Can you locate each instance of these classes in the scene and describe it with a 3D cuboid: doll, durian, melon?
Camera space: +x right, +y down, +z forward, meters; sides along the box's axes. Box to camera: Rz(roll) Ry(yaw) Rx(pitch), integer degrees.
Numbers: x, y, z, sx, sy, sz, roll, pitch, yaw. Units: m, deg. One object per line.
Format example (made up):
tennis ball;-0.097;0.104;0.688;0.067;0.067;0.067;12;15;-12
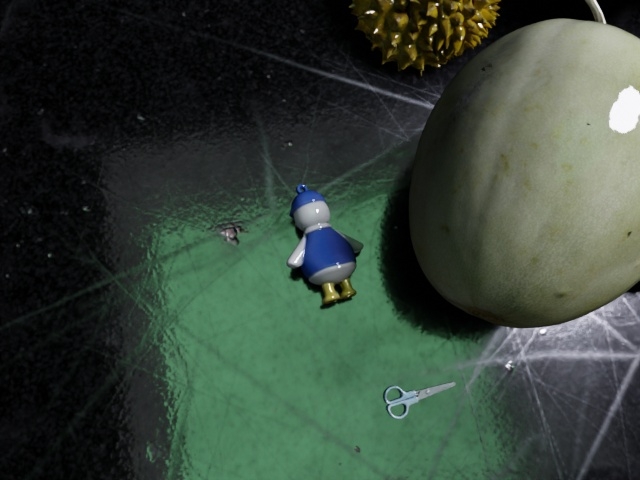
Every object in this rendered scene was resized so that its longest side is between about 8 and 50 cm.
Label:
doll;0.000;0.000;0.598;0.098;0.057;0.143;-14;76;-27
durian;0.132;-0.330;0.625;0.183;0.138;0.250;1;99;-13
melon;0.219;-0.066;0.523;0.308;0.272;0.272;-45;81;11

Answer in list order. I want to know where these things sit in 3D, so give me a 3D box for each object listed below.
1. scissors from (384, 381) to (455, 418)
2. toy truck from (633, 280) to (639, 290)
scissors;0.112;0.172;0.586;0.083;0.006;0.036;-15;80;-5
toy truck;0.444;-0.010;0.595;0.242;0.101;0.125;6;65;2
